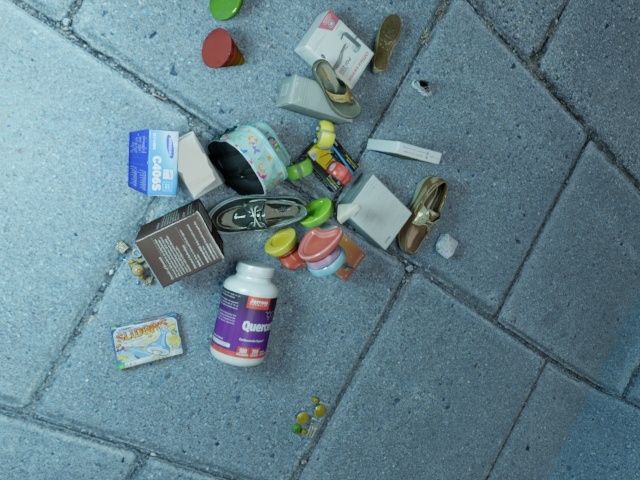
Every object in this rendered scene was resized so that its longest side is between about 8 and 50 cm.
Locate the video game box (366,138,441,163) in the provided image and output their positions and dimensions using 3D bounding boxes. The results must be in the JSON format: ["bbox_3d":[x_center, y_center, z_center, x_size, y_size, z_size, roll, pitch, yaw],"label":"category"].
[{"bbox_3d":[0.295,-0.319,1.858,0.187,0.205,0.048,7,100,-27],"label":"video game box"}]

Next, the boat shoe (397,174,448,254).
[{"bbox_3d":[0.395,-0.097,1.995,0.123,0.116,0.324,19,90,-28],"label":"boat shoe"}]

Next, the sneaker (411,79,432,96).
[{"bbox_3d":[0.393,-0.568,1.937,0.098,0.069,0.038,19,91,-28],"label":"sneaker"}]

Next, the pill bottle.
[{"bbox_3d":[-0.243,0.234,1.700,0.182,0.181,0.322,10,95,-28],"label":"pill bottle"}]

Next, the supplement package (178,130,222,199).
[{"bbox_3d":[-0.397,-0.230,1.584,0.105,0.105,0.179,-34,113,-17],"label":"supplement package"}]

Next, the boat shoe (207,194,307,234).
[{"bbox_3d":[-0.202,-0.092,1.697,0.335,0.119,0.121,-14,106,-22],"label":"boat shoe"}]

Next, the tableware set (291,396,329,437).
[{"bbox_3d":[-0.042,0.667,1.969,0.104,0.024,0.154,28,87,-24],"label":"tableware set"}]

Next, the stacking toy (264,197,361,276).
[{"bbox_3d":[0.000,0.000,1.735,0.279,0.309,0.130,-48,124,-23],"label":"stacking toy"}]

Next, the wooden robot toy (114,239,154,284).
[{"bbox_3d":[-0.550,0.074,1.576,0.076,0.079,0.173,-33,112,-18],"label":"wooden robot toy"}]

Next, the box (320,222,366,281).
[{"bbox_3d":[0.054,0.042,1.865,0.170,0.091,0.130,42,80,-26],"label":"box"}]

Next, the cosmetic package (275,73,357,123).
[{"bbox_3d":[-0.012,-0.463,1.724,0.238,0.127,0.107,13,91,-26],"label":"cosmetic package"}]

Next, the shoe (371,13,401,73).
[{"bbox_3d":[0.227,-0.696,1.846,0.077,0.058,0.218,20,86,-8],"label":"shoe"}]

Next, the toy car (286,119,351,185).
[{"bbox_3d":[-0.012,-0.261,1.747,0.225,0.053,0.238,-28,110,-18],"label":"toy car"}]

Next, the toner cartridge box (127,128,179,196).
[{"bbox_3d":[-0.462,-0.215,1.417,0.075,0.348,0.165,-1,100,-28],"label":"toner cartridge box"}]

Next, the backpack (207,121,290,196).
[{"bbox_3d":[-0.209,-0.249,1.591,0.191,0.253,0.225,-39,113,-16],"label":"backpack"}]

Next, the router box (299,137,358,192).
[{"bbox_3d":[0.032,-0.276,1.822,0.133,0.046,0.179,-49,116,-10],"label":"router box"}]

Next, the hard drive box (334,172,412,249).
[{"bbox_3d":[0.196,-0.105,1.910,0.232,0.089,0.181,41,80,-26],"label":"hard drive box"}]

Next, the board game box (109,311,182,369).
[{"bbox_3d":[-0.548,0.314,1.645,0.201,0.035,0.136,-12,104,-24],"label":"board game box"}]

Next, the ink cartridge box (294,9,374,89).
[{"bbox_3d":[0.049,-0.630,1.744,0.218,0.092,0.158,35,83,-29],"label":"ink cartridge box"}]

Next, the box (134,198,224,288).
[{"bbox_3d":[-0.415,0.004,1.556,0.203,0.168,0.167,-26,111,-2],"label":"box"}]

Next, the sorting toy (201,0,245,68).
[{"bbox_3d":[-0.257,-0.691,1.594,0.126,0.127,0.365,7,94,-57],"label":"sorting toy"}]

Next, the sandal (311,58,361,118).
[{"bbox_3d":[0.057,-0.480,1.651,0.090,0.060,0.219,-41,112,-17],"label":"sandal"}]

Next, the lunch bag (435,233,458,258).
[{"bbox_3d":[0.507,0.023,2.110,0.071,0.053,0.083,33,74,-29],"label":"lunch bag"}]
